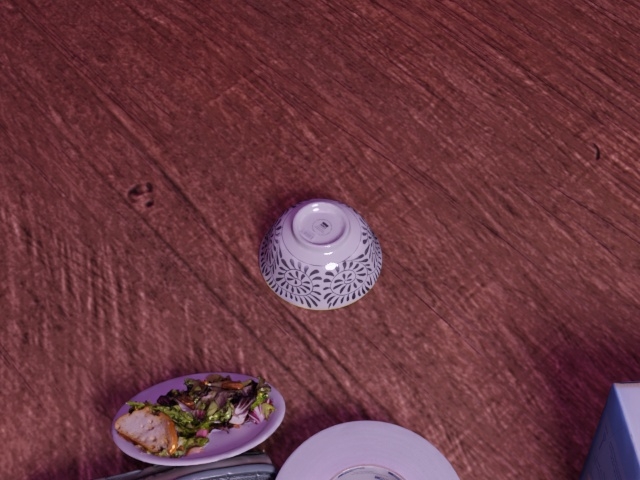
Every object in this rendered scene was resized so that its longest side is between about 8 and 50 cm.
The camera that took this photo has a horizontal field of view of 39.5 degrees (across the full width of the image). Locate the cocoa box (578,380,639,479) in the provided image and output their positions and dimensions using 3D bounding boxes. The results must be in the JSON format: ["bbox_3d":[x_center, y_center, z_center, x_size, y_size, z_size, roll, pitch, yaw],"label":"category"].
[{"bbox_3d":[0.404,0.332,0.844,0.228,0.231,0.347,-1,45,0],"label":"cocoa box"}]

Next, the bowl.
[{"bbox_3d":[0.000,0.000,1.186,0.170,0.080,0.170,0,55,0],"label":"bowl"}]

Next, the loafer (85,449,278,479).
[{"bbox_3d":[-0.183,0.272,0.993,0.267,0.096,0.084,-14,48,-14],"label":"loafer"}]

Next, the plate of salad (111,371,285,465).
[{"bbox_3d":[-0.141,0.192,1.023,0.200,0.048,0.200,-4,20,1],"label":"plate of salad"}]

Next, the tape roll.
[{"bbox_3d":[0.051,0.314,0.981,0.219,0.072,0.219,0,56,0],"label":"tape roll"}]
